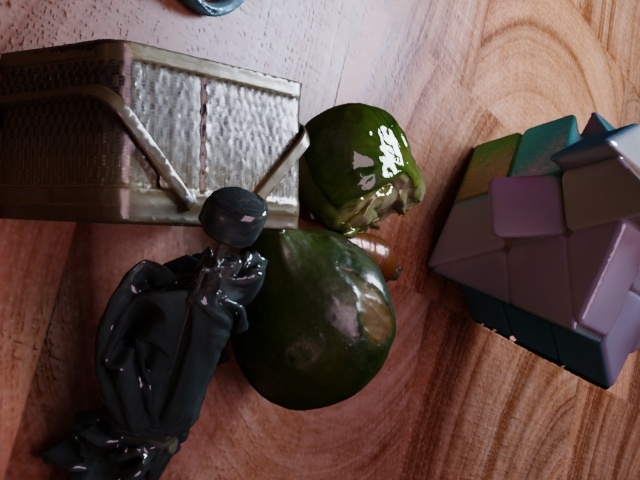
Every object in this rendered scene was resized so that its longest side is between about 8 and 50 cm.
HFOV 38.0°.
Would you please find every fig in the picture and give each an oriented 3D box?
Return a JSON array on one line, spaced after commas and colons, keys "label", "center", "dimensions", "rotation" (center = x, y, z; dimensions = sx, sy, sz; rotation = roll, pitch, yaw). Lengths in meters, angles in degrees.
[{"label": "fig", "center": [-0.025, 0.061, 0.991], "dimensions": [0.245, 0.195, 0.195], "rotation": [56, 50, -30]}]

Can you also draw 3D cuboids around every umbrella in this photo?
[{"label": "umbrella", "center": [-0.133, 0.093, 0.796], "dimensions": [0.143, 0.094, 0.348], "rotation": [-31, 152, -53]}]

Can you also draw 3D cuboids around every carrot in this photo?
[{"label": "carrot", "center": [0.000, 0.000, 1.114], "dimensions": [0.336, 0.069, 0.069], "rotation": [23, 75, -48]}]

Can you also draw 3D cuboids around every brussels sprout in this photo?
[{"label": "brussels sprout", "center": [0.042, -0.088, 1.091], "dimensions": [0.183, 0.131, 0.145], "rotation": [-9, 66, -59]}]

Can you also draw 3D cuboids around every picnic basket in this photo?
[{"label": "picnic basket", "center": [-0.144, -0.083, 0.821], "dimensions": [0.267, 0.165, 0.139], "rotation": [2, 90, -54]}]

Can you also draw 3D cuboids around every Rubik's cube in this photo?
[{"label": "Rubik's cube", "center": [0.373, -0.007, 1.390], "dimensions": [0.358, 0.387, 0.368], "rotation": [25, 92, -48]}]

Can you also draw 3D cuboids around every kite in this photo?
[{"label": "kite", "center": [-0.110, 0.103, 1.023], "dimensions": [0.044, 0.002, 0.078], "rotation": [22, 74, -51]}]

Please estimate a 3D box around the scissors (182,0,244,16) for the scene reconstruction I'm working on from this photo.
[{"label": "scissors", "center": [-0.175, -0.284, 0.852], "dimensions": [0.393, 0.032, 0.180], "rotation": [-25, 124, -48]}]
